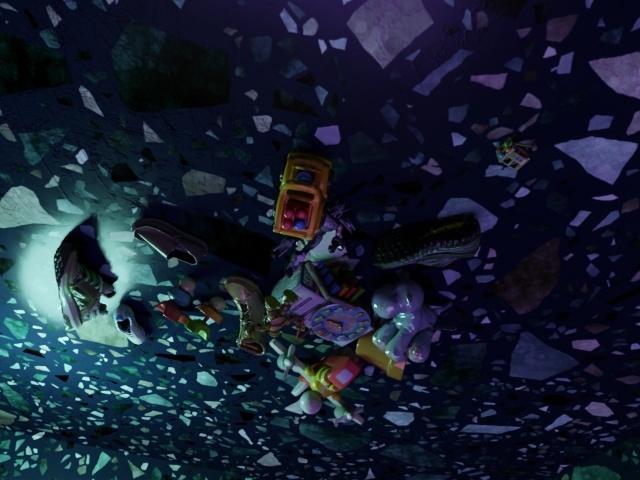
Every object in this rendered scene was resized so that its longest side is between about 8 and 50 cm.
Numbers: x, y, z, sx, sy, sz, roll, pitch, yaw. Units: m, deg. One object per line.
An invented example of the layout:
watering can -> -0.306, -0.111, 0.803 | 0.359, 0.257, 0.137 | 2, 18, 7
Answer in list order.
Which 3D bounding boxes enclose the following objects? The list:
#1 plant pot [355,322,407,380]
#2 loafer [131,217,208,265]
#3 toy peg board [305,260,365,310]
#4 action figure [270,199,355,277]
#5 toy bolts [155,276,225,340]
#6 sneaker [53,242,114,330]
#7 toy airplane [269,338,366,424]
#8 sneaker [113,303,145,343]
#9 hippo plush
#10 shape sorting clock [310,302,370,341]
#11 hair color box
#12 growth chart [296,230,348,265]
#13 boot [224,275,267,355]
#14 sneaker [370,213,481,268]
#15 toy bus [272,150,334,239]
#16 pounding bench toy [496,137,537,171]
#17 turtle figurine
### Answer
plant pot -> 0.238, 0.394, 1.878 | 0.187, 0.205, 0.205 | 16, 137, 13
loafer -> -0.487, 0.007, 1.613 | 0.251, 0.088, 0.094 | 21, 134, -15
toy peg board -> 0.056, 0.127, 1.624 | 0.079, 0.161, 0.160 | -47, 139, 14
action figure -> -0.020, -0.019, 1.504 | 0.185, 0.099, 0.285 | 47, 113, -2
toy bolts -> -0.481, 0.227, 1.843 | 0.218, 0.159, 0.228 | 24, 165, 43
sneaker -> -0.842, 0.152, 1.800 | 0.181, 0.158, 0.410 | -11, 141, -29
toy airplane -> -0.015, 0.568, 1.994 | 0.385, 0.272, 0.385 | 11, 132, 23
sneaker -> -0.762, 0.349, 1.993 | 0.085, 0.086, 0.237 | -1, 137, 4
hippo plush -> 0.293, 0.256, 1.680 | 0.294, 0.234, 0.237 | -14, 131, 14
shape sorting clock -> 0.069, 0.285, 1.727 | 0.206, 0.040, 0.206 | 2, 135, 2
hair color box -> 0.010, 0.235, 1.784 | 0.347, 0.105, 0.174 | 34, 128, -26
growth chart -> 0.000, 0.000, 1.607 | 0.171, 0.021, 0.237 | -4, 135, 10
boot -> -0.262, 0.265, 1.771 | 0.095, 0.204, 0.262 | -15, 133, 21
sneaker -> 0.320, 0.038, 1.534 | 0.343, 0.134, 0.146 | -11, 134, 16
toy bus -> -0.054, -0.111, 1.327 | 0.149, 0.211, 0.221 | 13, 107, 2
pounding bench toy -> 0.506, -0.233, 1.297 | 0.065, 0.052, 0.083 | 26, 132, -19
turtle figurine -> -0.135, 0.259, 1.689 | 0.269, 0.087, 0.217 | -4, 135, -22
